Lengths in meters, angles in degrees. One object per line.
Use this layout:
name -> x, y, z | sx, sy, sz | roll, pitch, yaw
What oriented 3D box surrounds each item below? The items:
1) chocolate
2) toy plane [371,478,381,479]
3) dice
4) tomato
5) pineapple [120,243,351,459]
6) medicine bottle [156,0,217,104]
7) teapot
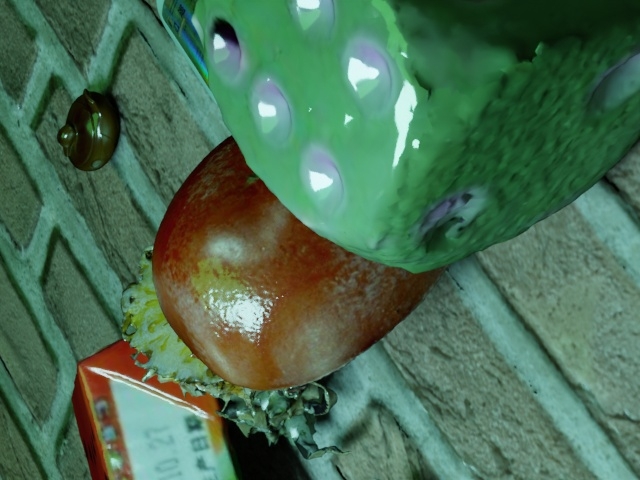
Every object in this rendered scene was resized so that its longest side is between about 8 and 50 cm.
chocolate -> -0.198, 0.295, 2.131 | 0.360, 0.161, 0.341 | 126, 128, -73
toy plane -> 0.128, 0.376, 1.833 | 0.182, 0.107, 0.273 | -37, 73, 57
dice -> 0.099, -0.187, 1.505 | 0.322, 0.330, 0.318 | 54, 149, 24
tomato -> -0.042, -0.020, 1.778 | 0.338, 0.338, 0.144 | 44, 168, 40
pineapple -> -0.062, 0.130, 1.946 | 0.262, 0.262, 0.272 | 45, 169, 39
medicine bottle -> -0.134, -0.279, 2.058 | 0.229, 0.083, 0.121 | 57, 135, 30
teapot -> -0.327, -0.154, 2.362 | 0.098, 0.078, 0.129 | 56, 138, 30
